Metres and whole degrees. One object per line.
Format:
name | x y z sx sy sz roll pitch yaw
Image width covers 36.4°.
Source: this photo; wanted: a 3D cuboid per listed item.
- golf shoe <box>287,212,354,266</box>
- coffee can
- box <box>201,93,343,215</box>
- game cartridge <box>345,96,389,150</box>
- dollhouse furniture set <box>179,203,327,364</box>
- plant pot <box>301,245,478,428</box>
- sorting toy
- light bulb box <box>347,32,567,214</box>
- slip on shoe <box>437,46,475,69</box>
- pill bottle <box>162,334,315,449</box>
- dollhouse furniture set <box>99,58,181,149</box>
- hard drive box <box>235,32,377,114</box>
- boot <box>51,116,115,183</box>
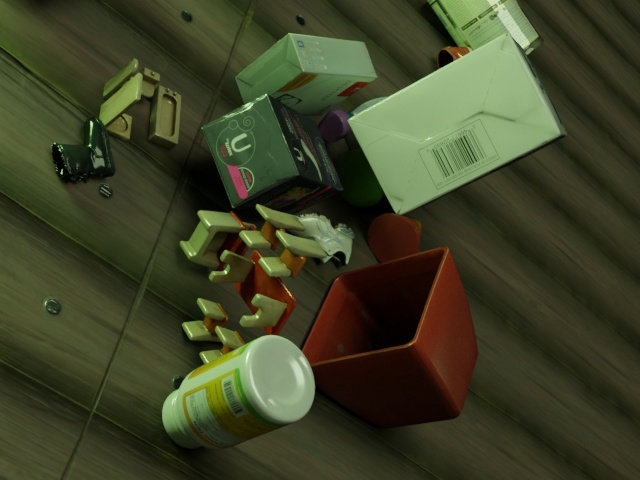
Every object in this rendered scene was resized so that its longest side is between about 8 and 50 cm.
golf shoe | 0.000 0.000 1.948 0.176 0.069 0.085 18 62 -37
coffee can | 0.450 -0.599 2.655 0.275 0.202 0.201 54 40 -7
box | -0.084 -0.148 1.812 0.165 0.143 0.270 68 15 11
game cartridge | 0.174 -0.240 2.277 0.297 0.062 0.198 -16 84 -49
dollhouse furniture set | -0.121 0.058 1.662 0.135 0.262 0.259 14 27 -43
plant pot | 0.157 0.207 1.852 0.235 0.267 0.267 54 39 -25
sorting toy | 0.124 -0.125 2.104 0.126 0.127 0.365 -29 91 -54
light bulb box | 0.296 -0.234 2.008 0.225 0.358 0.361 64 18 2
slip on shoe | 0.355 -0.366 2.504 0.101 0.123 0.331 8 59 -17
pill bottle | -0.137 0.247 1.518 0.136 0.246 0.136 24 52 -35
dollhouse furniture set | -0.295 -0.252 1.745 0.151 0.123 0.144 23 52 -36
hard drive box | -0.029 -0.342 2.029 0.232 0.181 0.089 -8 74 -47
boot | -0.405 -0.154 1.638 0.099 0.045 0.121 -7 73 -44
